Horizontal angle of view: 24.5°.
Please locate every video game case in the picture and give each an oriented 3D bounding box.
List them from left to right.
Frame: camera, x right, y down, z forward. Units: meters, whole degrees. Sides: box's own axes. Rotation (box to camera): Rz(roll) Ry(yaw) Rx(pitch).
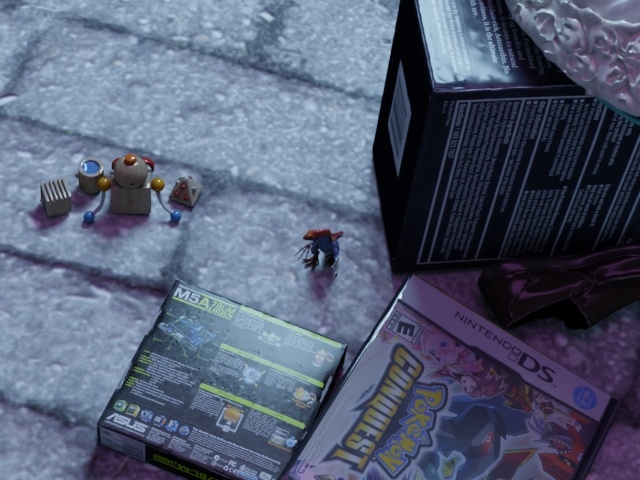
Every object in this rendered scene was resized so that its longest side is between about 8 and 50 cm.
[{"bbox_3d":[0.127,0.194,1.402,0.248,0.035,0.275,32,57,4],"label":"video game case"}]

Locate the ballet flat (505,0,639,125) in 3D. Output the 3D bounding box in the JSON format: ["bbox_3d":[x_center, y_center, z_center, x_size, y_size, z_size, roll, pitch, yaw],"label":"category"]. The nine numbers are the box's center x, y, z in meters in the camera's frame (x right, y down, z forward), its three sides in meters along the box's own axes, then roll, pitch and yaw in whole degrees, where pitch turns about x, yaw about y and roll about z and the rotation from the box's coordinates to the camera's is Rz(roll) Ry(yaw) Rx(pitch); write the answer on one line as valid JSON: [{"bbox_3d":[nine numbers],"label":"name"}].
[{"bbox_3d":[0.220,-0.271,1.347,0.147,0.147,0.409,-25,58,-22],"label":"ballet flat"}]

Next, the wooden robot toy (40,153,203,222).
[{"bbox_3d":[-0.209,-0.070,1.553,0.173,0.079,0.076,-1,55,-7],"label":"wooden robot toy"}]

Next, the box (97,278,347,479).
[{"bbox_3d":[-0.094,0.147,1.432,0.190,0.045,0.184,20,53,8],"label":"box"}]

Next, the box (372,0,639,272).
[{"bbox_3d":[0.221,-0.123,1.506,0.294,0.296,0.183,-1,54,-8],"label":"box"}]

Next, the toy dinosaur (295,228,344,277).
[{"bbox_3d":[0.000,0.000,1.523,0.047,0.082,0.090,10,53,1],"label":"toy dinosaur"}]

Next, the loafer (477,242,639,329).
[{"bbox_3d":[0.275,0.058,1.523,0.220,0.080,0.078,-6,65,-4],"label":"loafer"}]
